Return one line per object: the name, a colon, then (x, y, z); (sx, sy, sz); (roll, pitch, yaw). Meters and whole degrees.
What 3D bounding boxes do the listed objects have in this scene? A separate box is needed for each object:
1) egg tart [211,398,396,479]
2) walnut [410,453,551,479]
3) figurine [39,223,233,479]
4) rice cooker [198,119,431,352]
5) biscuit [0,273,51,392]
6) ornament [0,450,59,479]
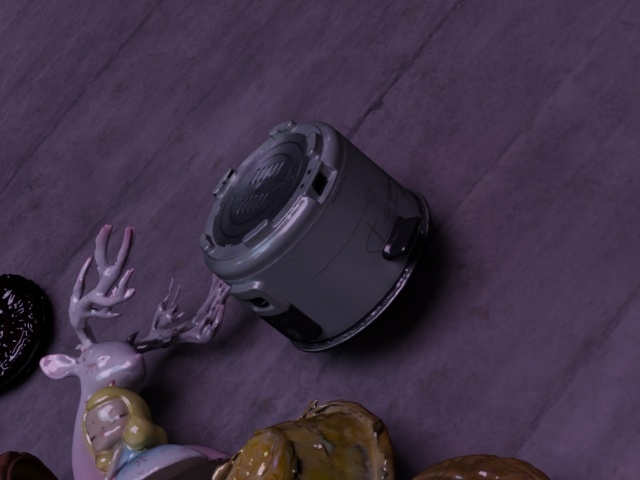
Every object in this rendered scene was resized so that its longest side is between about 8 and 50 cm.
egg tart: (-0.041, 0.309, 1.583); (0.315, 0.120, 0.315); (-41, 34, 37)
walnut: (0.160, 0.300, 1.495); (0.184, 0.155, 0.155); (-8, 59, 32)
figurine: (-0.206, 0.166, 1.784); (0.284, 0.206, 0.315); (-48, 56, 26)
rice cooker: (0.000, 0.000, 1.730); (0.280, 0.227, 0.241); (-15, 44, 49)
biscuit: (-0.468, 0.136, 2.067); (0.195, 0.053, 0.194); (-16, 56, 25)
ornament: (-0.431, 0.379, 1.802); (0.218, 0.221, 0.235); (-28, 24, 12)
